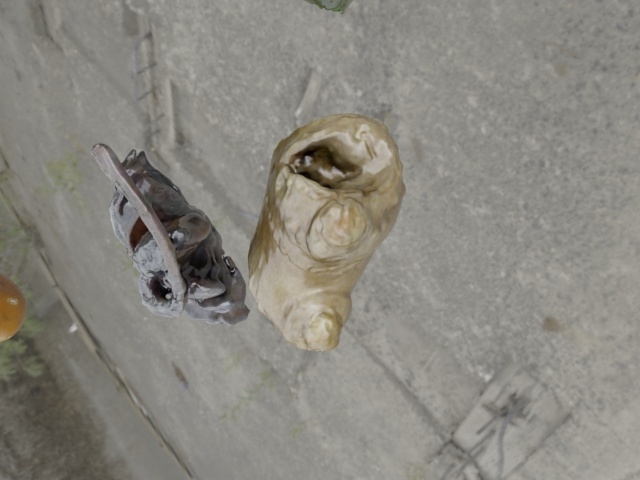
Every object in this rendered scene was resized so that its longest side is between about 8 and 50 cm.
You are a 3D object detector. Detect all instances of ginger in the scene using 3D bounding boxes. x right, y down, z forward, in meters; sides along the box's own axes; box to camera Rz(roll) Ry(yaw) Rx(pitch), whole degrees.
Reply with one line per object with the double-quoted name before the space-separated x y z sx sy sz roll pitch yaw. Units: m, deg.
"ginger" 0.000 0.000 0.697 0.276 0.130 0.221 139 139 -75

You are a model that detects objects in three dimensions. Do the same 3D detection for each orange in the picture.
"orange" -0.623 0.123 1.259 0.156 0.124 0.156 40 -172 -7

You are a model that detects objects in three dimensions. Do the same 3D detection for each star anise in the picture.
"star anise" -0.210 -0.001 0.905 0.359 0.139 0.316 59 168 -29

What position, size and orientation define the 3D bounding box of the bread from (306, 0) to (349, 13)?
"bread" 0.081 -0.544 1.069 0.129 0.381 0.366 33 154 -6
